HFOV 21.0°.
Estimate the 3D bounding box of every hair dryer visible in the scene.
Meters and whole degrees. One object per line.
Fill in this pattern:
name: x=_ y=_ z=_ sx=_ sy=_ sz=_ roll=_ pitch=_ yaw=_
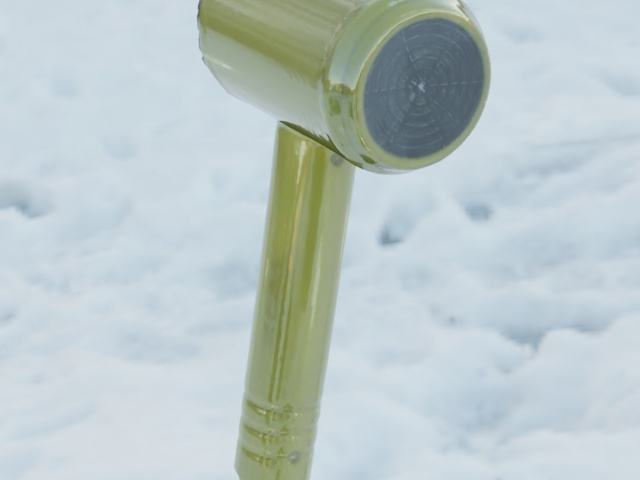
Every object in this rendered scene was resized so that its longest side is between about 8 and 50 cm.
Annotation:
hair dryer: x=0.000 y=0.000 z=0.837 sx=0.090 sy=0.279 sz=0.135 roll=-5 pitch=23 yaw=-33
